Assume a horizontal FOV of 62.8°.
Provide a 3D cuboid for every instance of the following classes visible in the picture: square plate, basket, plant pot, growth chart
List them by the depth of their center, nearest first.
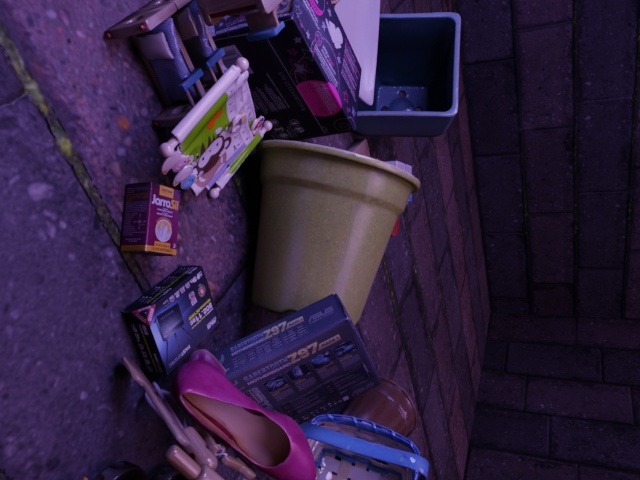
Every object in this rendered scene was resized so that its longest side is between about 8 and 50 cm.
[{"bbox_3d":[-0.130,-0.131,0.683,0.172,0.021,0.237,-55,174,-7],"label":"growth chart"},{"bbox_3d":[0.000,0.000,0.863,0.276,0.276,0.254,16,87,-63],"label":"plant pot"},{"bbox_3d":[0.053,0.417,0.950,0.289,0.254,0.201,86,23,-53],"label":"basket"},{"bbox_3d":[0.013,-0.489,1.043,0.347,0.049,0.344,19,72,-52],"label":"square plate"},{"bbox_3d":[0.107,0.419,1.168,0.165,0.167,0.167,-31,118,-52],"label":"plant pot"},{"bbox_3d":[0.198,-0.366,1.273,0.252,0.247,0.247,53,41,-76],"label":"plant pot"}]

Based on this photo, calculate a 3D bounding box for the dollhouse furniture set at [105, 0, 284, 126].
[{"bbox_3d":[-0.130,-0.232,0.638,0.129,0.183,0.129,-64,143,-42],"label":"dollhouse furniture set"}]

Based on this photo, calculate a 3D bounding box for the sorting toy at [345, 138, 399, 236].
[{"bbox_3d":[0.113,-0.083,1.251,0.255,0.089,0.257,-52,135,-52],"label":"sorting toy"}]

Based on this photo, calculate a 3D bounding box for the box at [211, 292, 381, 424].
[{"bbox_3d":[-0.043,0.198,0.774,0.183,0.232,0.059,63,0,-42],"label":"box"}]

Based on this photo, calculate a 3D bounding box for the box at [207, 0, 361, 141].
[{"bbox_3d":[-0.052,-0.289,0.827,0.247,0.163,0.142,49,43,-54],"label":"box"}]

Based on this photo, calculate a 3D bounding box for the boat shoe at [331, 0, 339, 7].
[{"bbox_3d":[-0.026,-0.522,0.843,0.123,0.116,0.324,-16,84,-33],"label":"boat shoe"}]

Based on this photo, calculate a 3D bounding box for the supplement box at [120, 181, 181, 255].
[{"bbox_3d":[-0.206,-0.025,0.639,0.055,0.043,0.083,14,77,-62],"label":"supplement box"}]

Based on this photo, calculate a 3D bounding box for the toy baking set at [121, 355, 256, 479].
[{"bbox_3d":[-0.140,0.244,0.603,0.030,0.197,0.256,-45,113,-12],"label":"toy baking set"}]

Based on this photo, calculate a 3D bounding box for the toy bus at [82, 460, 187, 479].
[{"bbox_3d":[-0.187,0.377,0.579,0.220,0.149,0.211,45,63,-59],"label":"toy bus"}]

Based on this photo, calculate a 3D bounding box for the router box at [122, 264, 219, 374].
[{"bbox_3d":[-0.188,0.100,0.679,0.122,0.038,0.092,-48,132,-54],"label":"router box"}]

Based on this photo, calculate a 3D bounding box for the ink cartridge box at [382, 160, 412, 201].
[{"bbox_3d":[0.170,-0.132,1.205,0.122,0.052,0.089,-4,94,-63],"label":"ink cartridge box"}]

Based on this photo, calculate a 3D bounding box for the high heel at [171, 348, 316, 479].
[{"bbox_3d":[-0.087,0.240,0.647,0.244,0.082,0.117,55,1,-10],"label":"high heel"}]
